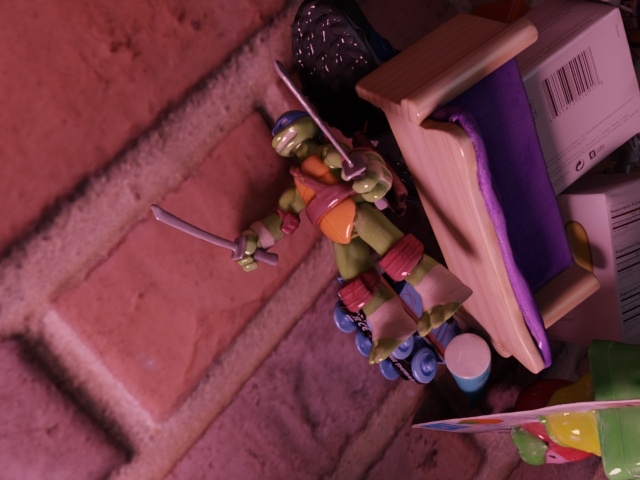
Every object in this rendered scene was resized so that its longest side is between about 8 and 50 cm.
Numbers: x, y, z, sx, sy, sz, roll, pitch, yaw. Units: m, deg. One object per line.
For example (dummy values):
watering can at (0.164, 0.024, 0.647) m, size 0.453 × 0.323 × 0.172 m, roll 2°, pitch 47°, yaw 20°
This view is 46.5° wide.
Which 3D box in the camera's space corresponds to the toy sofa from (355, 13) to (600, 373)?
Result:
toy sofa at (0.195, -0.042, 0.793) m, size 0.150 × 0.177 × 0.362 m, roll -35°, pitch 125°, yaw -11°

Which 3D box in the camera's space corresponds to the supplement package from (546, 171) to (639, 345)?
supplement package at (0.354, 0.021, 1.013) m, size 0.149 × 0.194 × 0.203 m, roll -16°, pitch 101°, yaw -35°

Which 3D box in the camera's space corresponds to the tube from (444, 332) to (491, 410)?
tube at (0.195, 0.164, 0.944) m, size 0.080 × 0.052 × 0.207 m, roll -64°, pitch 157°, yaw -12°

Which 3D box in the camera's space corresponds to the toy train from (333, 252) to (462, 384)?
toy train at (0.090, 0.094, 0.892) m, size 0.184 × 0.080 × 0.105 m, roll 49°, pitch 57°, yaw -28°

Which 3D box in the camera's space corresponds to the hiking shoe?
hiking shoe at (0.074, -0.175, 0.862) m, size 0.304 × 0.113 × 0.132 m, roll 51°, pitch 55°, yaw -38°

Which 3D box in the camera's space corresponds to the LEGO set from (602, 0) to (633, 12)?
LEGO set at (0.259, -0.348, 0.926) m, size 0.182 × 0.244 × 0.060 m, roll -12°, pitch 126°, yaw -53°

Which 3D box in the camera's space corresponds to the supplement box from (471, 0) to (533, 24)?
supplement box at (0.304, -0.242, 1.041) m, size 0.233 × 0.078 × 0.080 m, roll 23°, pitch 78°, yaw -35°

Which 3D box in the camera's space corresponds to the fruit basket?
fruit basket at (0.350, 0.234, 0.923) m, size 0.327 × 0.353 × 0.165 m, roll 15°, pitch 59°, yaw -37°

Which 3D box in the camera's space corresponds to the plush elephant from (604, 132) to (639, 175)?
plush elephant at (0.535, -0.033, 1.100) m, size 0.256 × 0.272 × 0.329 m, roll -15°, pitch 98°, yaw -32°

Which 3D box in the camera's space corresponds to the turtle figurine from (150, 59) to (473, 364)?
turtle figurine at (0.000, 0.000, 0.727) m, size 0.198 × 0.275 × 0.266 m, roll -39°, pitch 87°, yaw 13°

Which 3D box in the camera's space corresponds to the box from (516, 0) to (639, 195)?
box at (0.283, -0.175, 0.931) m, size 0.181 × 0.119 × 0.182 m, roll -37°, pitch 125°, yaw -6°

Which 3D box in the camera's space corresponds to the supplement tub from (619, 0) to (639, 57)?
supplement tub at (0.536, -0.405, 1.169) m, size 0.144 × 0.144 × 0.199 m, roll -38°, pitch 113°, yaw -30°
